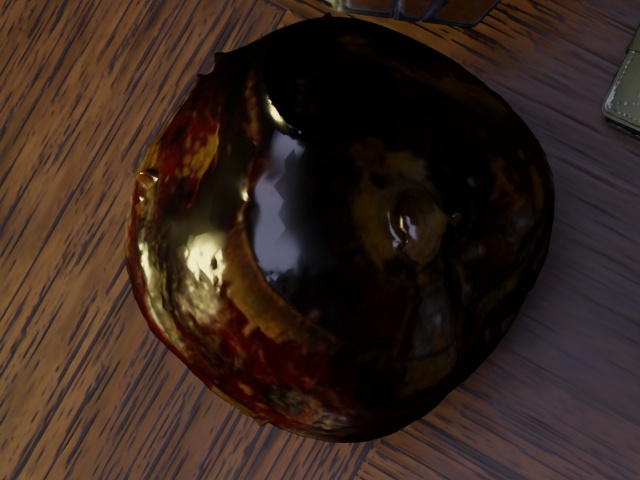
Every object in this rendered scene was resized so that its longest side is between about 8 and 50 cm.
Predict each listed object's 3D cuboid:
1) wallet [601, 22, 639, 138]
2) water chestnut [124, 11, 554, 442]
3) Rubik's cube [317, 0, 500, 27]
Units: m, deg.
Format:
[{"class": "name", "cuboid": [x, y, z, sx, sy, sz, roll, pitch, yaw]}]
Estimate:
[{"class": "wallet", "cuboid": [0.306, -0.148, 1.380, 0.110, 0.039, 0.155, 26, 86, 11]}, {"class": "water chestnut", "cuboid": [0.000, 0.000, 1.309, 0.335, 0.347, 0.335, 14, 62, -26]}, {"class": "Rubik's cube", "cuboid": [0.067, -0.320, 1.334, 0.319, 0.319, 0.264, 17, 111, 12]}]
